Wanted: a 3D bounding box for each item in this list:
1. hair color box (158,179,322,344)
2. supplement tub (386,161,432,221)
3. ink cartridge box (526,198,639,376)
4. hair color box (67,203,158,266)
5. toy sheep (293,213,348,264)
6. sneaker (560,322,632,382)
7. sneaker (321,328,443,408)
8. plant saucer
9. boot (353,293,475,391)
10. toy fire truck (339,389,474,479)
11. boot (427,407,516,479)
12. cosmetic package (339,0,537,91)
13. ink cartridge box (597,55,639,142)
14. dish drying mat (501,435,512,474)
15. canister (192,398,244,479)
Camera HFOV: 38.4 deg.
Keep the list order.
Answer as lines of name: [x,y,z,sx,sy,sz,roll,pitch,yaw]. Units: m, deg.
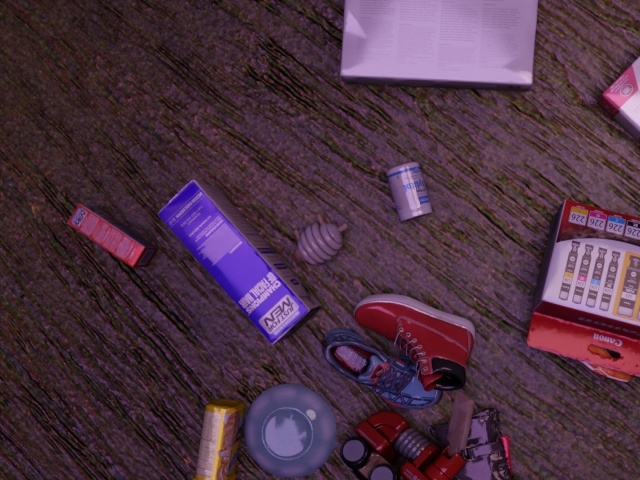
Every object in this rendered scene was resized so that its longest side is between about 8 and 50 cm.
hair color box: [-0.154,0.042,1.816,0.110,0.185,0.339,-44,83,5]
supplement tub: [0.177,-0.097,1.832,0.071,0.071,0.107,-18,86,7]
ink cartridge box: [0.569,0.101,1.719,0.309,0.130,0.272,14,78,7]
hair color box: [-0.429,-0.009,1.900,0.167,0.093,0.053,34,93,8]
toy sheep: [0.000,0.000,1.847,0.132,0.091,0.091,-36,84,24]
sneaker: [0.530,0.216,1.780,0.175,0.064,0.067,33,97,7]
sneaker: [0.114,0.265,1.804,0.261,0.125,0.104,23,93,8]
plant saucer: [-0.065,0.391,1.871,0.194,0.037,0.195,0,88,7]
boot: [0.169,0.202,1.771,0.244,0.176,0.088,16,131,8]
toy fire truck: [0.185,0.390,1.761,0.246,0.158,0.217,-45,55,-11]
boot: [0.353,0.439,1.782,0.262,0.091,0.229,-9,78,5]
cosmetic package: [0.237,-0.450,1.819,0.377,0.097,0.285,4,91,8]
ink cartridge box: [0.668,-0.254,1.759,0.158,0.092,0.218,-45,82,5]
dish drying mat: [0.363,0.431,1.826,0.032,0.008,0.083,-5,88,9]
canister: [-0.202,0.411,1.845,0.073,0.126,0.170,8,88,8]
